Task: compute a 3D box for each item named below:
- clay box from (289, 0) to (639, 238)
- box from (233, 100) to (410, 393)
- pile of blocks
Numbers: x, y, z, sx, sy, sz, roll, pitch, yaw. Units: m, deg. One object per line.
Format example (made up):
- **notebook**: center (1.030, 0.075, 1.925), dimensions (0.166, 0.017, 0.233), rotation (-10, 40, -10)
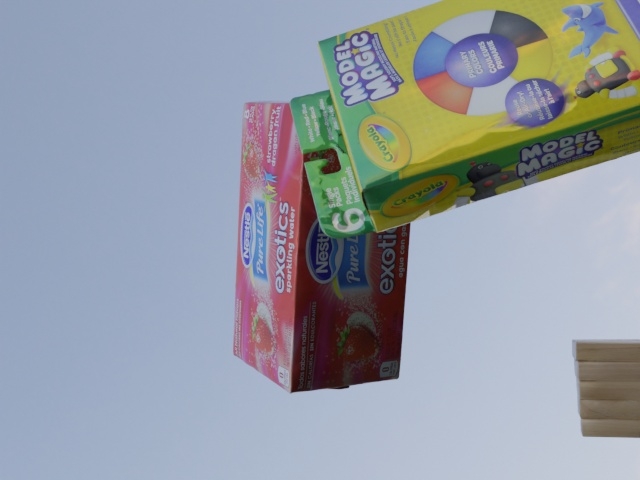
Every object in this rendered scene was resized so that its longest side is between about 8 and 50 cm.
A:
- **clay box**: center (0.091, -0.090, 0.502), dimensions (0.222, 0.127, 0.053), rotation (-17, -32, 4)
- **box**: center (0.000, 0.000, 0.762), dimensions (0.123, 0.128, 0.256), rotation (-1, -81, -30)
- **pile of blocks**: center (0.447, 0.113, 0.903), dimensions (0.362, 0.148, 0.113), rotation (-28, -5, 12)
